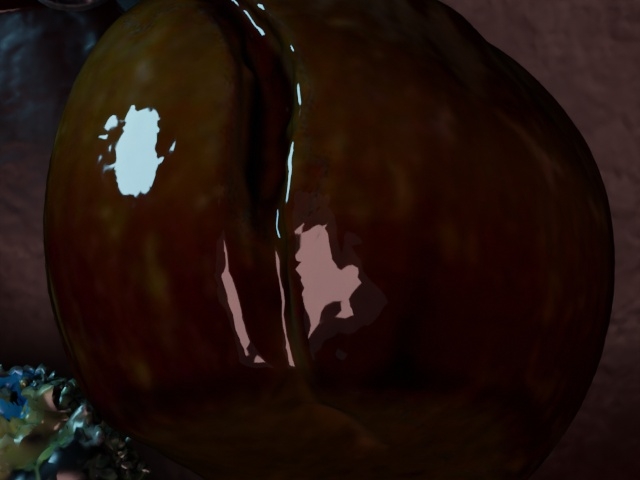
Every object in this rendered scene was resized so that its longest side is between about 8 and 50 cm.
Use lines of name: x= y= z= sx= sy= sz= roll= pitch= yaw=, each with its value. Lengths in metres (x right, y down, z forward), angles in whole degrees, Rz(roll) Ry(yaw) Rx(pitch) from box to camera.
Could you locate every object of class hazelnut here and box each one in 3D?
hazelnut: x=0.000 y=0.000 z=0.605 sx=0.234 sy=0.218 sz=0.218 roll=19 pitch=94 yaw=-34

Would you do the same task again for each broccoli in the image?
broccoli: x=-0.148 y=0.127 z=0.616 sx=0.167 sy=0.160 sz=0.154 roll=11 pitch=126 yaw=13

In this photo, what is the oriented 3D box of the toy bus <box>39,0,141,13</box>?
toy bus: x=-0.145 y=-0.226 z=0.608 sx=0.292 sy=0.125 sz=0.133 roll=44 pitch=83 yaw=-2
